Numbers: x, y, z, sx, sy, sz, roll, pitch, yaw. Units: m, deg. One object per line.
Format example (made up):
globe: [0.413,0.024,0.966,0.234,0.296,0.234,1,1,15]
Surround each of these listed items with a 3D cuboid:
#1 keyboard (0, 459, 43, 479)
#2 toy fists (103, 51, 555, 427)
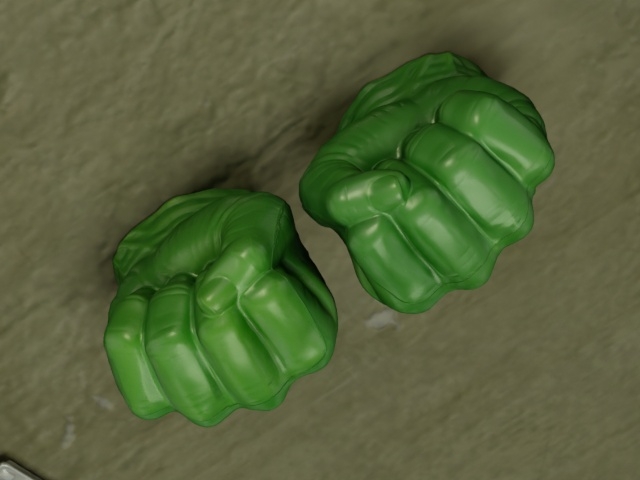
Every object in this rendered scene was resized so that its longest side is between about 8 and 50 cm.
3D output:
keyboard: [-0.137,0.222,1.305,0.072,0.014,0.256,-42,124,15]
toy fists: [0.000,0.000,1.106,0.279,0.142,0.096,-30,127,6]
